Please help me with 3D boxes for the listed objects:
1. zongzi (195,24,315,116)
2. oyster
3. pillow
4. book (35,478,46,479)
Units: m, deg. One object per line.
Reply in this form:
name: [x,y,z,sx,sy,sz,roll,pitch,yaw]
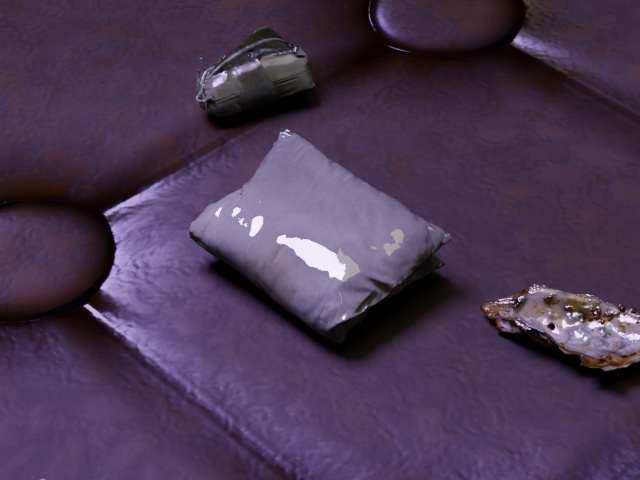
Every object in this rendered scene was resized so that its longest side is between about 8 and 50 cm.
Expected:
zongzi: [-0.076,-0.158,1.640,0.109,0.055,0.119,-19,33,-15]
oyster: [0.194,0.066,1.393,0.086,0.029,0.132,-25,44,-32]
pillow: [0.000,0.000,1.441,0.181,0.077,0.134,33,55,29]
book: [-0.267,0.230,1.243,0.182,0.014,0.127,-11,43,-10]
